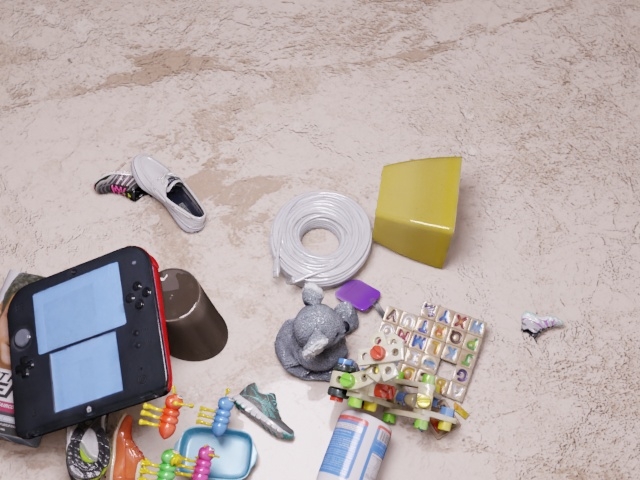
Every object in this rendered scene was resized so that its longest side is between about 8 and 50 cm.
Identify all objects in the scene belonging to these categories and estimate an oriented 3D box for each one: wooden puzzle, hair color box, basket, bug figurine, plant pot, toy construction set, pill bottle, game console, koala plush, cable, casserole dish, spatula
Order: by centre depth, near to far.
[{"bbox_3d":[-0.268,0.411,1.596,0.072,0.279,0.216,10,84,28],"label":"bug figurine"},{"bbox_3d":[-0.504,0.213,1.650,0.386,0.060,0.342,-20,63,16],"label":"game console"},{"bbox_3d":[0.147,0.317,1.659,0.215,0.328,0.151,6,60,34],"label":"toy construction set"},{"bbox_3d":[0.063,0.492,1.663,0.124,0.124,0.221,19,65,10],"label":"pill bottle"},{"bbox_3d":[-0.234,0.479,1.723,0.188,0.037,0.114,4,64,2],"label":"casserole dish"},{"bbox_3d":[-0.010,0.213,1.747,0.203,0.221,0.196,-1,64,1],"label":"koala plush"},{"bbox_3d":[0.276,0.408,1.762,0.116,0.014,0.078,-34,68,-14],"label":"wooden puzzle"},{"bbox_3d":[-0.324,0.165,1.773,0.204,0.227,0.154,23,66,13],"label":"basket"},{"bbox_3d":[-0.691,0.270,1.791,0.185,0.113,0.374,10,64,6],"label":"hair color box"},{"bbox_3d":[0.170,0.192,1.857,0.296,0.030,0.084,38,53,13],"label":"spatula"},{"bbox_3d":[0.231,-0.079,1.891,0.187,0.212,0.212,9,64,5],"label":"plant pot"},{"bbox_3d":[0.000,0.000,1.927,0.257,0.089,0.257,-5,63,-2],"label":"cable"}]

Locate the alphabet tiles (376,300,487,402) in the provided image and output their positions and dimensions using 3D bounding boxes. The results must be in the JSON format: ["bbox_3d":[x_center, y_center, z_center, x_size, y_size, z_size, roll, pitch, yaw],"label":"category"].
[{"bbox_3d":[0.251,0.246,1.812,0.237,0.009,0.198,19,78,6],"label":"alphabet tiles"}]

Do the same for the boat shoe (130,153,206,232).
[{"bbox_3d":[-0.381,-0.137,1.971,0.258,0.084,0.095,43,56,3],"label":"boat shoe"}]

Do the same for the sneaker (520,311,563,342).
[{"bbox_3d":[0.528,0.214,1.843,0.098,0.038,0.069,8,65,15],"label":"sneaker"}]

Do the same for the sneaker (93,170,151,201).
[{"bbox_3d":[-0.508,-0.138,2.016,0.170,0.063,0.075,-7,58,-8],"label":"sneaker"}]

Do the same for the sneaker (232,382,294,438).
[{"bbox_3d":[-0.119,0.385,1.755,0.166,0.065,0.076,35,65,15],"label":"sneaker"}]

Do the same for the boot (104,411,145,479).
[{"bbox_3d":[-0.427,0.467,1.724,0.084,0.059,0.158,4,72,0],"label":"boot"}]

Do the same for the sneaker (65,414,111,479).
[{"bbox_3d":[-0.526,0.420,1.717,0.111,0.121,0.300,10,42,-19],"label":"sneaker"}]
